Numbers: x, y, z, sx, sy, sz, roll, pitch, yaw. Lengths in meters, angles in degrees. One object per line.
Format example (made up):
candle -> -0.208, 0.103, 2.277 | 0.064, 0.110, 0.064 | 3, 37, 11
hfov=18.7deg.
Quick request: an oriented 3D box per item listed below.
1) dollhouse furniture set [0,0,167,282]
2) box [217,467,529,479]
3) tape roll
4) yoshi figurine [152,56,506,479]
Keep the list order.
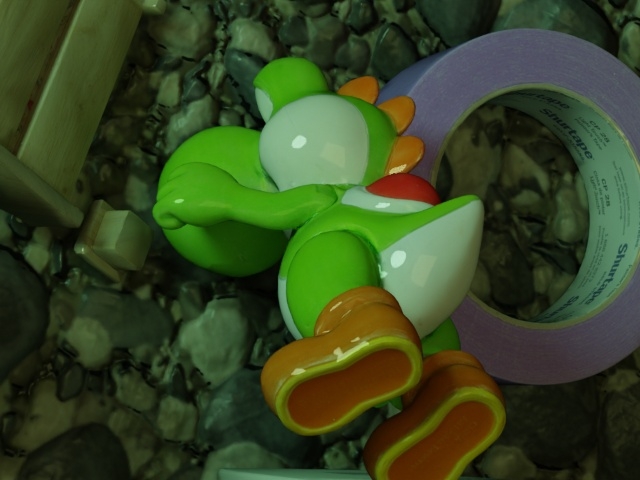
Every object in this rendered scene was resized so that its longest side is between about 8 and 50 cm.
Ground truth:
dollhouse furniture set -> -0.244, -0.187, 1.398 | 0.355, 0.173, 0.303 | 45, 55, -43
box -> 0.033, 0.338, 1.371 | 0.168, 0.215, 0.345 | 4, 85, -22
tape roll -> 0.153, -0.024, 1.518 | 0.274, 0.090, 0.275 | 2, 84, -22
yoshi figurine -> -0.016, 0.020, 1.338 | 0.203, 0.362, 0.204 | -2, 129, -15
